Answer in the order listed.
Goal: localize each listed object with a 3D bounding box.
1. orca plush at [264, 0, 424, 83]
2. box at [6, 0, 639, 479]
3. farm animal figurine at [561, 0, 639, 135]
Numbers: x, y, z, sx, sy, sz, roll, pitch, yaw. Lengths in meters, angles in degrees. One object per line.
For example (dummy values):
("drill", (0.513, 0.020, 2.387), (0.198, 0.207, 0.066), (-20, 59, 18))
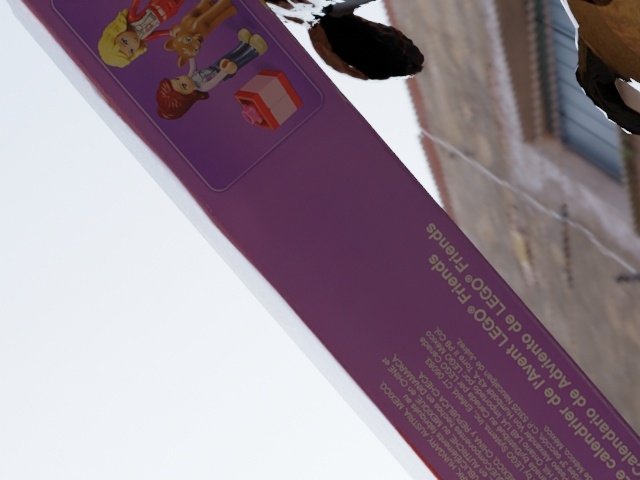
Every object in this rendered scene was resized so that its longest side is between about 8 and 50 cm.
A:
("orca plush", (-0.004, -0.112, 0.622), (0.102, 0.287, 0.151), (-20, -59, -32))
("box", (0.000, 0.000, 0.606), (0.057, 0.201, 0.293), (-41, -88, -4))
("farm animal figurine", (0.107, -0.178, 0.444), (0.172, 0.330, 0.326), (0, -93, -7))
